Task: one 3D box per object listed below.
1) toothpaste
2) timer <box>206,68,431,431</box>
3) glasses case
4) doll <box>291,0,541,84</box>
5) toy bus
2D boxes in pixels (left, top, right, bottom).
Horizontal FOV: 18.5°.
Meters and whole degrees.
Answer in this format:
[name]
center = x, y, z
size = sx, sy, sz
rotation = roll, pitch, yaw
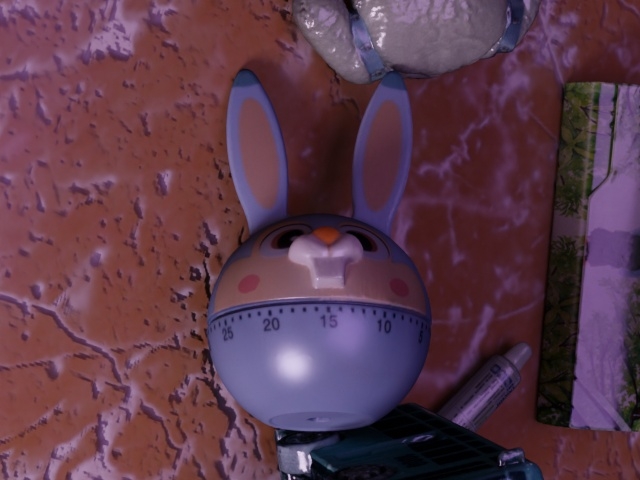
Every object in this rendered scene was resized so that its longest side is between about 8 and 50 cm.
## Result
[toothpaste]
center = 0.095, 0.150, 1.508
size = 0.197, 0.029, 0.048
rotation = -46, 107, -14
[timer]
center = 0.001, 0.010, 1.373
size = 0.175, 0.175, 0.255
rotation = -1, 98, -28
[glasses case]
center = 0.235, 0.013, 1.555
size = 0.095, 0.062, 0.272
rotation = 4, 91, -28
[doll]
center = 0.080, -0.172, 1.458
size = 0.214, 0.071, 0.103
rotation = -15, 98, -22
[toy bus]
center = 0.065, 0.195, 1.357
size = 0.147, 0.256, 0.128
rotation = -12, 99, -16
